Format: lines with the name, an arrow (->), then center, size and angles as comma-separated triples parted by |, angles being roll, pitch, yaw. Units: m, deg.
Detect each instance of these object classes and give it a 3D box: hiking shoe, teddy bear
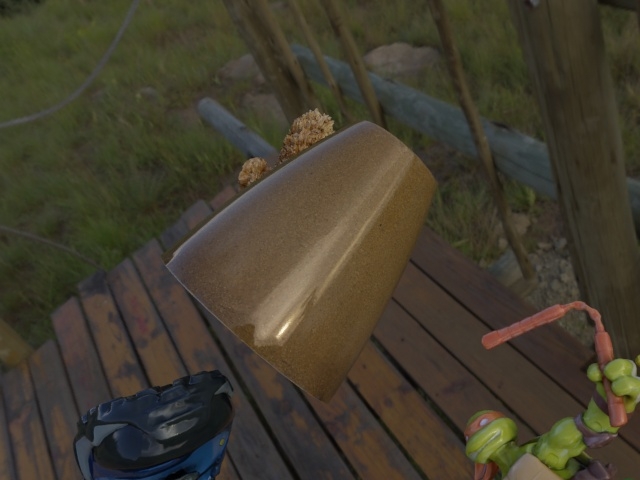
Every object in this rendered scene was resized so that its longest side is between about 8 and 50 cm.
hiking shoe -> -0.109, 0.196, 0.482 | 0.113, 0.304, 0.132 | -15, 63, -28
teddy bear -> -0.006, -0.064, 1.001 | 0.113, 0.338, 0.245 | 18, 91, 18

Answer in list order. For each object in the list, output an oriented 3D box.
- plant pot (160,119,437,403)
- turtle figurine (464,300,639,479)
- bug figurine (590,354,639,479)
plant pot -> 0.000, 0.000, 0.718 | 0.254, 0.237, 0.237 | -50, 42, -4
turtle figurine -> 0.156, 0.193, 0.432 | 0.217, 0.087, 0.270 | 48, 117, 37
bug figurine -> 0.287, 0.219, 0.460 | 0.216, 0.279, 0.072 | -35, -3, 12
